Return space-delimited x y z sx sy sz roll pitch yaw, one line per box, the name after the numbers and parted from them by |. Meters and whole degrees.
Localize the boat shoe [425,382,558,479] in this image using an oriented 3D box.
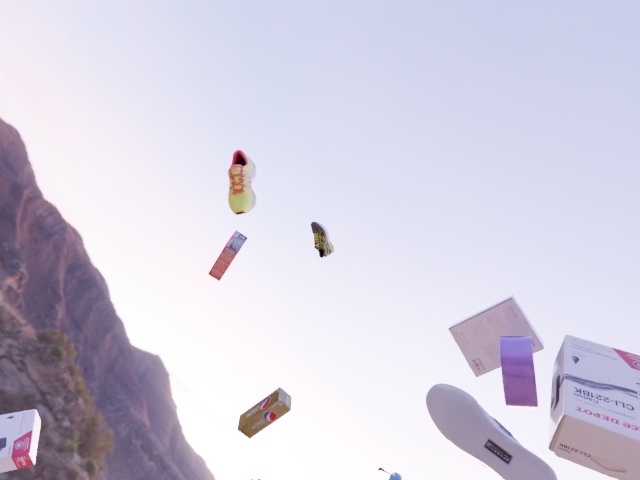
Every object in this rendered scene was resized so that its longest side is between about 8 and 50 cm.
0.261 0.318 0.677 0.219 0.078 0.070 39 -7 34 | boat shoe

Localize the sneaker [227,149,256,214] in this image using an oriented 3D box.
-0.231 -0.167 1.206 0.094 0.081 0.208 69 13 -58 | sneaker

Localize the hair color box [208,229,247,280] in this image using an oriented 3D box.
-0.319 0.053 1.467 0.053 0.093 0.167 34 -53 -9 | hair color box

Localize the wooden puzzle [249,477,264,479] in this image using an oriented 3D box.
-0.190 0.745 1.267 0.078 0.116 0.014 28 -78 5 | wooden puzzle

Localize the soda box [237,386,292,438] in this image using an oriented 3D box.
-0.175 0.539 1.333 0.058 0.181 0.061 46 15 -18 | soda box

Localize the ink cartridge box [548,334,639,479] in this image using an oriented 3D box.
0.606 0.347 0.901 0.197 0.273 0.114 15 -59 24 | ink cartridge box

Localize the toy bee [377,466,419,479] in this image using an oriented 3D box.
0.246 0.807 1.298 0.195 0.162 0.298 20 -27 15 | toy bee

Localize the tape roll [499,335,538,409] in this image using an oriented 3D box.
0.537 0.356 1.158 0.080 0.189 0.189 -7 -61 24 | tape roll

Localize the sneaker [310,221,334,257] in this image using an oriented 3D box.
0.000 0.000 0.872 0.031 0.035 0.083 -2 -57 52 | sneaker

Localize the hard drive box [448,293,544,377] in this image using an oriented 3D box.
0.572 0.312 1.400 0.232 0.089 0.181 -33 -104 23 | hard drive box

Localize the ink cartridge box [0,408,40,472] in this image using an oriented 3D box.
-0.725 0.456 0.956 0.109 0.150 0.063 -116 -149 -43 | ink cartridge box
